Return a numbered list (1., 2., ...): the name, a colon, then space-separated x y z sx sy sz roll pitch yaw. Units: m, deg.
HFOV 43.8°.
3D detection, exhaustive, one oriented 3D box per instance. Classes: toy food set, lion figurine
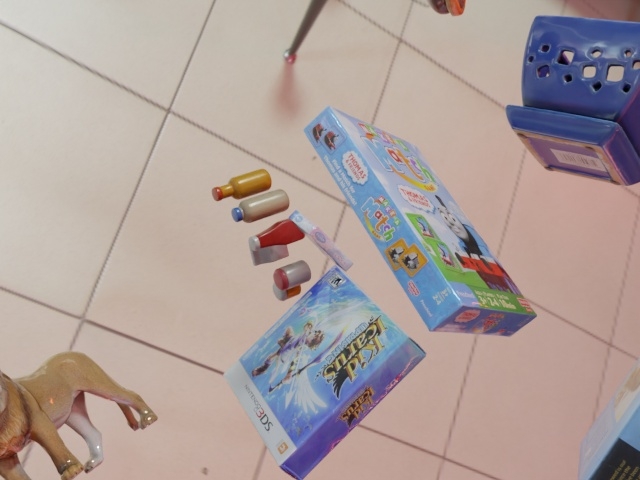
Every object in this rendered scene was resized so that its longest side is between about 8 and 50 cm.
1. toy food set: -0.096 0.003 1.346 0.104 0.111 0.232 -20 106 -31
2. lion figurine: -0.402 0.234 1.150 0.142 0.392 0.240 -40 84 7

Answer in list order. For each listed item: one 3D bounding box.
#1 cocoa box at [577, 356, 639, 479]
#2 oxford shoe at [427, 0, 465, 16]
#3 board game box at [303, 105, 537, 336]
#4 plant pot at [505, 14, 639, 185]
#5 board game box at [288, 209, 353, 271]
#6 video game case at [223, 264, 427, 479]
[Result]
1. cocoa box: 0.522 0.228 1.037 0.228 0.231 0.347 32 104 15
2. oxford shoe: 0.131 -0.460 1.226 0.130 0.133 0.363 56 18 -51
3. board game box: 0.088 -0.014 0.694 0.160 0.039 0.211 12 41 -54
4. plant pot: 0.471 -0.231 1.375 0.236 0.236 0.212 34 79 -50
5. board game box: 0.000 0.000 1.208 0.020 0.090 0.090 -46 118 -4
6. video game case: -0.003 0.196 1.252 0.269 0.244 0.061 -45 127 -1
